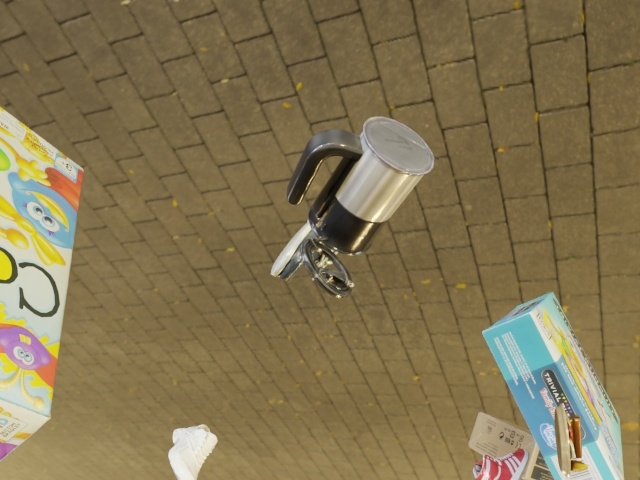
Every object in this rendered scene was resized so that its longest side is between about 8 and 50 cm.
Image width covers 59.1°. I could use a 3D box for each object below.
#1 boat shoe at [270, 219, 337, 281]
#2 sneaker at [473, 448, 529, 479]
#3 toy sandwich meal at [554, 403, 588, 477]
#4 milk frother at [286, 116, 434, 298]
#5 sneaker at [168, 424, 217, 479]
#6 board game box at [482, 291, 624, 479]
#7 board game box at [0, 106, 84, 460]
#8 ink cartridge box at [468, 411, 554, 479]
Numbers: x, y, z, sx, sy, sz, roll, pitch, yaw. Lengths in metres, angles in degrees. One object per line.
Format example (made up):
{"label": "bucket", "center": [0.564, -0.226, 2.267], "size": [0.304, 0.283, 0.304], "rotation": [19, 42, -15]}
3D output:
{"label": "boat shoe", "center": [0.000, 0.000, 0.954], "size": [0.079, 0.254, 0.095], "rotation": [46, 124, -6]}
{"label": "sneaker", "center": [0.289, 0.360, 0.907], "size": [0.067, 0.118, 0.042], "rotation": [33, 125, 21]}
{"label": "toy sandwich meal", "center": [0.277, 0.220, 0.622], "size": [0.029, 0.086, 0.086], "rotation": [-4, 134, 17]}
{"label": "milk frother", "center": [0.042, -0.032, 0.583], "size": [0.129, 0.143, 0.135], "rotation": [0, 142, -32]}
{"label": "sneaker", "center": [-0.326, 0.546, 1.469], "size": [0.115, 0.232, 0.091], "rotation": [-22, 109, -6]}
{"label": "board game box", "center": [0.381, 0.224, 0.899], "size": [0.079, 0.336, 0.254], "rotation": [-29, 78, 24]}
{"label": "board game box", "center": [-0.267, 0.020, 0.370], "size": [0.144, 0.275, 0.142], "rotation": [-39, 127, 11]}
{"label": "ink cartridge box", "center": [0.456, 0.454, 1.187], "size": [0.193, 0.088, 0.234], "rotation": [23, 171, -9]}
